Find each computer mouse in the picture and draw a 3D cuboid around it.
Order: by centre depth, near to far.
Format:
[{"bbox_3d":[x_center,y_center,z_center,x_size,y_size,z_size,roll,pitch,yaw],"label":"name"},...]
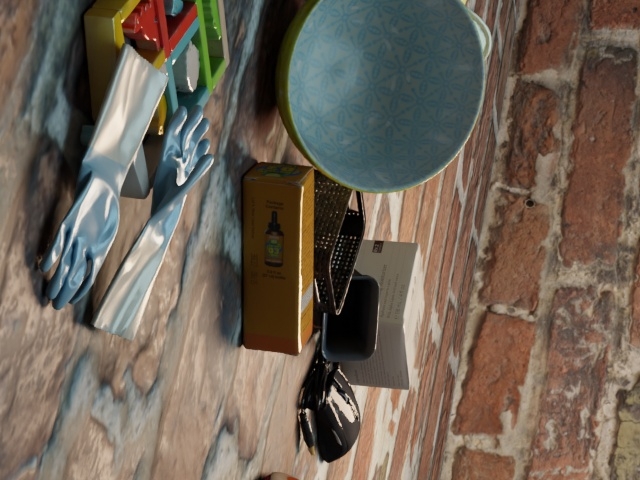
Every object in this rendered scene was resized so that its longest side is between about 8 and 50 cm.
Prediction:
[{"bbox_3d":[0.022,0.287,2.038,0.184,0.060,0.262,-68,159,-49],"label":"computer mouse"}]

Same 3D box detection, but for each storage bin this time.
[{"bbox_3d":[0.000,0.000,1.770,0.122,0.084,0.180,81,22,-48],"label":"storage bin"},{"bbox_3d":[0.030,0.106,1.949,0.091,0.098,0.135,-128,-141,-70],"label":"storage bin"}]

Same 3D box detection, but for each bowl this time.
[{"bbox_3d":[0.052,-0.213,1.661,0.156,0.290,0.289,21,-71,60],"label":"bowl"}]

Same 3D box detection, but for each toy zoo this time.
[{"bbox_3d":[-0.153,-0.174,1.195,0.293,0.030,0.192,-66,159,-48],"label":"toy zoo"}]

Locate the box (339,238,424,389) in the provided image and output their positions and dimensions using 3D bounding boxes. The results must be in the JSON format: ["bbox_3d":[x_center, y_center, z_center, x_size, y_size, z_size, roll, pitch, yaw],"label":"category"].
[{"bbox_3d":[0.100,0.123,2.127,0.182,0.119,0.181,80,18,-47],"label":"box"}]

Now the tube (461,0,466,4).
[{"bbox_3d":[0.204,-0.369,2.258,0.062,0.070,0.240,38,83,-40],"label":"tube"}]

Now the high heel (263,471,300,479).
[{"bbox_3d":[-0.078,0.424,1.716,0.181,0.127,0.377,-54,170,4],"label":"high heel"}]

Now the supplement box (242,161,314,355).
[{"bbox_3d":[-0.051,0.022,1.594,0.080,0.078,0.233,-55,149,-62],"label":"supplement box"}]

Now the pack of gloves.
[{"bbox_3d":[-0.155,-0.030,1.133,0.232,0.046,0.195,-70,159,-8],"label":"pack of gloves"}]

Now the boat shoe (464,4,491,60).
[{"bbox_3d":[0.101,-0.351,1.757,0.116,0.319,0.099,-50,-158,2],"label":"boat shoe"}]
